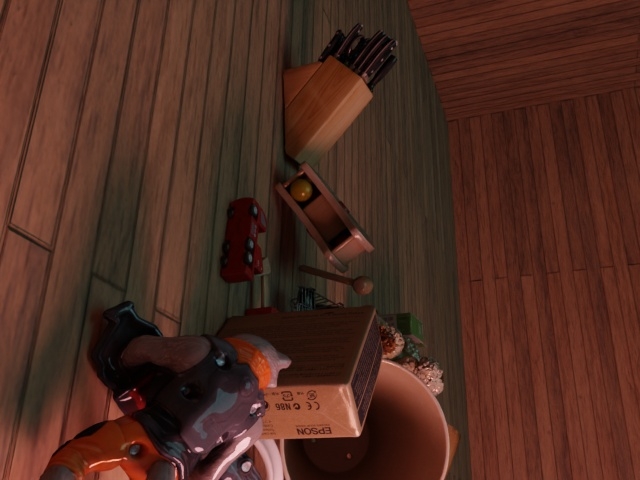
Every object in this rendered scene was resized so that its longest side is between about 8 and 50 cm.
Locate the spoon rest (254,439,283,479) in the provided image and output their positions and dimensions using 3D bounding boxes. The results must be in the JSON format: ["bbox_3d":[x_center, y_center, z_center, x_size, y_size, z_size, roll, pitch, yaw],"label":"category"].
[{"bbox_3d":[-0.090,0.380,0.949,0.137,0.084,0.276,-22,103,-71],"label":"spoon rest"}]

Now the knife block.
[{"bbox_3d":[0.049,-0.294,1.370,0.088,0.242,0.275,34,52,-65],"label":"knife block"}]

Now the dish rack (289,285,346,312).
[{"bbox_3d":[-0.009,0.201,1.280,0.271,0.074,0.208,36,48,-63],"label":"dish rack"}]

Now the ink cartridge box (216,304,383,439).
[{"bbox_3d":[-0.045,0.179,0.924,0.193,0.235,0.088,-57,136,-61],"label":"ink cartridge box"}]

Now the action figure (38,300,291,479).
[{"bbox_3d":[-0.127,0.238,0.700,0.341,0.179,0.330,54,47,-22],"label":"action figure"}]

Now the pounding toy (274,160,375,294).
[{"bbox_3d":[0.000,0.000,1.268,0.269,0.155,0.154,52,7,5],"label":"pounding toy"}]

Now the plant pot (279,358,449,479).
[{"bbox_3d":[0.049,0.333,1.122,0.274,0.257,0.256,118,-30,-73],"label":"plant pot"}]

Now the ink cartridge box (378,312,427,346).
[{"bbox_3d":[0.224,0.253,1.873,0.209,0.109,0.062,40,46,-63],"label":"ink cartridge box"}]

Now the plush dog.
[{"bbox_3d":[0.138,0.269,1.581,0.225,0.211,0.262,64,-6,-11],"label":"plush dog"}]

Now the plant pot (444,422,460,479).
[{"bbox_3d":[0.165,0.520,1.466,0.237,0.237,0.254,57,43,-52],"label":"plant pot"}]

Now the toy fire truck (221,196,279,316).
[{"bbox_3d":[-0.108,0.042,1.083,0.135,0.047,0.192,55,32,-54],"label":"toy fire truck"}]
